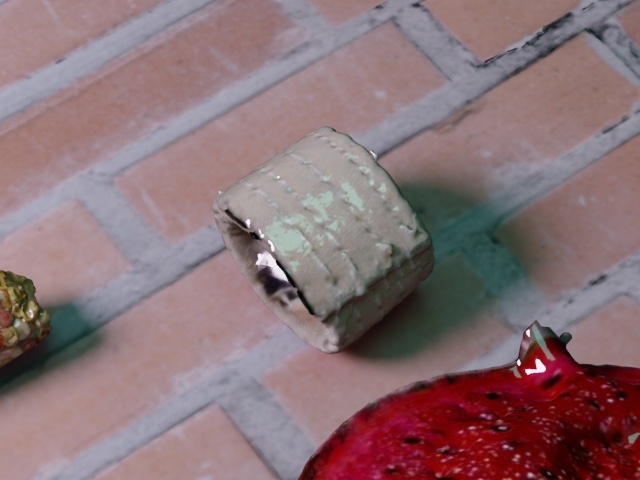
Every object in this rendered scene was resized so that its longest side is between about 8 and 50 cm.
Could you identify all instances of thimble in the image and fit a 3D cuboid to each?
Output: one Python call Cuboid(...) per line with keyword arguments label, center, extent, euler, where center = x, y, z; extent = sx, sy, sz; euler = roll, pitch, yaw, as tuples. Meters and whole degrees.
Cuboid(label="thimble", center=(0.000, 0.000, 1.070), extent=(0.090, 0.102, 0.115), euler=(-36, 55, -19))

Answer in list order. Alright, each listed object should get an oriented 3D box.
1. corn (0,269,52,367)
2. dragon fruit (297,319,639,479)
Cuboid(label="corn", center=(-0.274, 0.072, 1.050), extent=(0.237, 0.079, 0.079), euler=(-21, 58, -12))
Cuboid(label="dragon fruit", center=(0.147, 0.224, 0.811), extent=(0.386, 0.249, 0.371), euler=(0, 25, -15))
